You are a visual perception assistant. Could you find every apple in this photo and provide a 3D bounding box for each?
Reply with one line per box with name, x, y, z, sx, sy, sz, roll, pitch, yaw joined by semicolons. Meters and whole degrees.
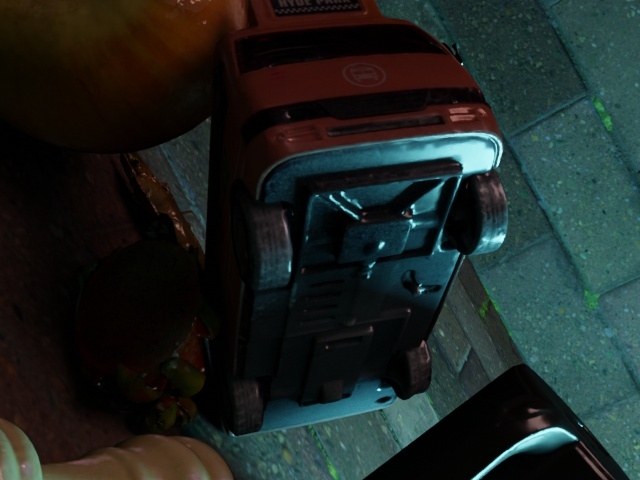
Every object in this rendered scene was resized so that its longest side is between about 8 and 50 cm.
apple;-0.198;-0.212;0.764;0.286;0.286;0.233;63;5;2

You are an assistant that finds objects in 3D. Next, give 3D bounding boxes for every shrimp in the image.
shrimp;-0.164;-0.035;0.941;0.162;0.045;0.095;60;18;0

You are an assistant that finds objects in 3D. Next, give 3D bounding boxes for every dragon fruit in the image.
dragon fruit;-0.149;0.082;0.729;0.138;0.142;0.175;28;-42;36

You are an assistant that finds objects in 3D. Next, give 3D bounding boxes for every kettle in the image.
kettle;0.106;0.254;0.777;0.262;0.308;0.203;43;10;-26

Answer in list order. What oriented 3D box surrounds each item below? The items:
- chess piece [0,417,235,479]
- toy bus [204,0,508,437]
chess piece;-0.202;0.145;0.482;0.397;0.117;0.117;32;34;-54
toy bus;0.000;0.000;0.773;0.427;0.203;0.233;102;-26;-51
